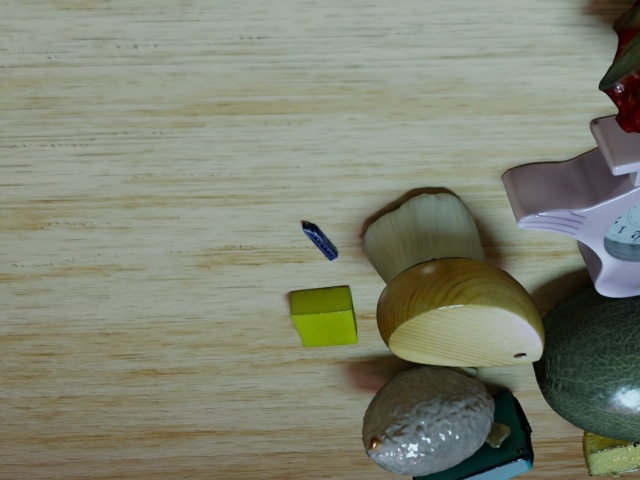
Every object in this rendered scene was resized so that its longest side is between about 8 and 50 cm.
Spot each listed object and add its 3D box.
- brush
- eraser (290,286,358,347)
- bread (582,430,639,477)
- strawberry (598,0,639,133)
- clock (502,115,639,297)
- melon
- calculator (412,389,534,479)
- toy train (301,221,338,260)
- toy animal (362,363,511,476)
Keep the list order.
[{"bbox_3d":[0.188,0.067,0.780,0.266,0.166,0.174,22,135,-30],"label":"brush"},{"bbox_3d":[0.009,0.127,0.951,0.097,0.045,0.122,-7,144,6],"label":"eraser"},{"bbox_3d":[0.710,0.429,1.320,0.260,0.147,0.160,-25,129,22],"label":"bread"},{"bbox_3d":[0.354,-0.161,0.485,0.201,0.187,0.184,3,-179,-33],"label":"strawberry"},{"bbox_3d":[0.367,-0.033,0.729,0.290,0.080,0.275,4,143,-7],"label":"clock"},{"bbox_3d":[0.481,0.177,0.882,0.301,0.238,0.238,-6,143,5],"label":"melon"},{"bbox_3d":[0.303,0.418,1.176,0.248,0.274,0.058,-29,95,12],"label":"calculator"},{"bbox_3d":[0.000,0.000,0.803,0.017,0.017,0.083,-20,140,19],"label":"toy train"},{"bbox_3d":[0.204,0.329,1.092,0.226,0.188,0.358,-27,169,31],"label":"toy animal"}]
